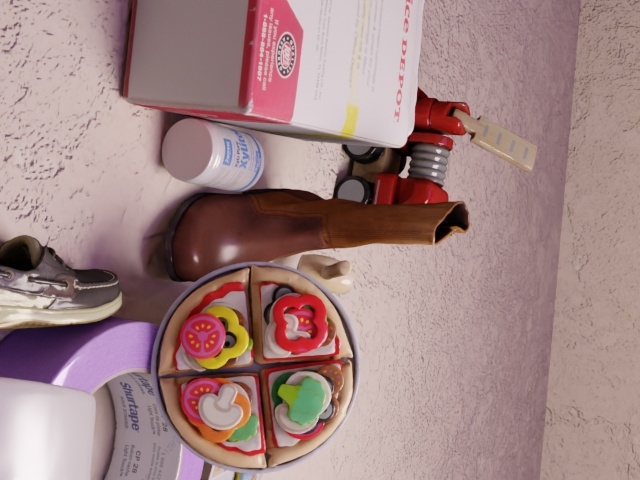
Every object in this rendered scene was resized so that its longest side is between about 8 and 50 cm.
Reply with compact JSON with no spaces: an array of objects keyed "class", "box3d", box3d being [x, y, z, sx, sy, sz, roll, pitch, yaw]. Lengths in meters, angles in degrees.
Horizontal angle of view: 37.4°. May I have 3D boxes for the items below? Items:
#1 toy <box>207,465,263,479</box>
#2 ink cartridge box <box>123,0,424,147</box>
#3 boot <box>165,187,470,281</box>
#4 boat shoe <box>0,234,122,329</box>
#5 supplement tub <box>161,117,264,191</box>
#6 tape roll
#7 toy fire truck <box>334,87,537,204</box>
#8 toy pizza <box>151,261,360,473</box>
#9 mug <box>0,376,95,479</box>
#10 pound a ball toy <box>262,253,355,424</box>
[{"class":"toy","box3d":[-0.099,0.335,1.121,0.137,0.056,0.237,-8,116,-60]},{"class":"ink cartridge box","box3d":[-0.030,-0.260,1.073,0.384,0.160,0.279,2,94,-62]},{"class":"boot","box3d":[0.000,0.000,1.053,0.264,0.280,0.096,-12,105,-61]},{"class":"boat shoe","box3d":[-0.252,0.033,0.806,0.223,0.080,0.074,-3,103,-57]},{"class":"supplement tub","box3d":[-0.116,-0.093,1.042,0.107,0.071,0.071,5,91,-63]},{"class":"tape roll","box3d":[-0.221,0.207,0.890,0.274,0.090,0.275,-19,112,-59]},{"class":"toy fire truck","box3d":[0.173,-0.112,1.391,0.158,0.246,0.217,24,74,-60]},{"class":"toy pizza","box3d":[-0.059,0.120,0.896,0.032,0.201,0.201,153,-53,-79]},{"class":"mug","box3d":[-0.292,0.256,0.579,0.374,0.276,0.328,137,-43,-71]},{"class":"pound a ball toy","box3d":[-0.049,0.095,1.086,0.319,0.135,0.208,73,32,-82]}]
